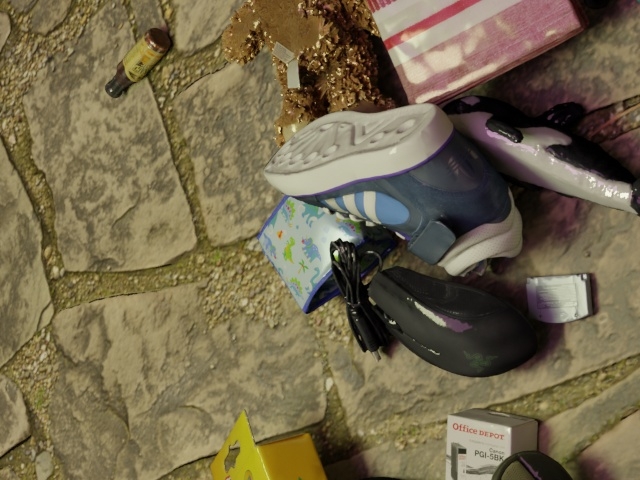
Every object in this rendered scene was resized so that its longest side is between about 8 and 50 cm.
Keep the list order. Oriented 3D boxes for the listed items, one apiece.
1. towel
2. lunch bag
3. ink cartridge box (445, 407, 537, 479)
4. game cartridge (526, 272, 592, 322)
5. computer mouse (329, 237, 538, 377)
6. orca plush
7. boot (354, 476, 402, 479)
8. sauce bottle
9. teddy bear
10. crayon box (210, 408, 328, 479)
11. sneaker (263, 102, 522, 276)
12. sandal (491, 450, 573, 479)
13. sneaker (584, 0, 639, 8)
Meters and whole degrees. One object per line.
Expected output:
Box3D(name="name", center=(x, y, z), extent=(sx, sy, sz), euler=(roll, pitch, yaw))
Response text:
Box3D(name="towel", center=(0.142, -0.338, 1.873), extent=(0.237, 0.037, 0.329), euler=(-25, 84, 32))
Box3D(name="lunch bag", center=(0.000, 0.000, 2.096), extent=(0.151, 0.096, 0.129), euler=(-44, 64, 24))
Box3D(name="ink cartridge box", center=(0.201, 0.274, 1.960), extent=(0.099, 0.056, 0.135), euler=(6, 97, 42))
Box3D(name="game cartridge", center=(0.276, 0.067, 1.907), extent=(0.083, 0.017, 0.056), euler=(-5, 86, 42))
Box3D(name="computer mouse", center=(0.126, 0.105, 1.963), extent=(0.272, 0.072, 0.188), euler=(14, 140, 33))
Box3D(name="orca plush", center=(0.267, -0.119, 1.849), extent=(0.287, 0.151, 0.102), euler=(19, 74, 43))
Box3D(name="boot", center=(0.098, 0.388, 2.011), extent=(0.236, 0.085, 0.179), euler=(-179, 83, -69))
Box3D(name="sauce bottle", center=(-0.262, -0.250, 2.353), extent=(0.128, 0.042, 0.042), euler=(-43, 65, 38))
Box3D(name="teddy bear", center=(-0.007, -0.262, 2.082), extent=(0.245, 0.113, 0.338), euler=(-41, 71, 34))
Box3D(name="crayon box", center=(-0.038, 0.386, 2.108), extent=(0.318, 0.081, 0.202), euler=(68, 154, 22))
Box3D(name="sneaker", center=(0.094, -0.035, 1.949), extent=(0.323, 0.130, 0.236), euler=(-6, 128, 52))
Box3D(name="sandal", center=(0.285, 0.380, 1.873), extent=(0.086, 0.120, 0.303), euler=(122, 127, -75))
Box3D(name="sneaker", center=(0.392, -0.305, 1.725), extent=(0.302, 0.108, 0.121), euler=(1, 94, 50))
